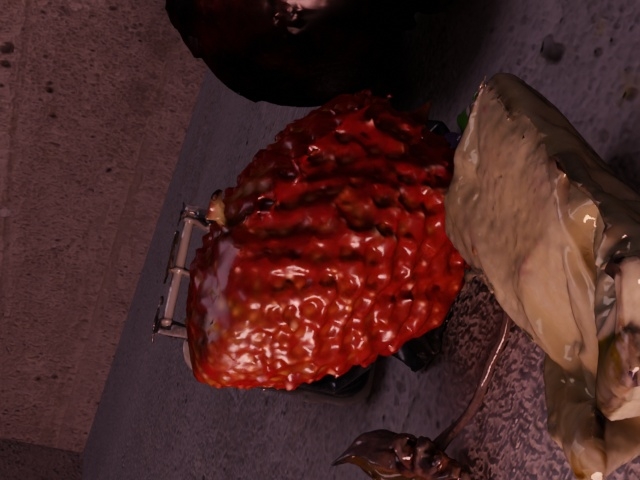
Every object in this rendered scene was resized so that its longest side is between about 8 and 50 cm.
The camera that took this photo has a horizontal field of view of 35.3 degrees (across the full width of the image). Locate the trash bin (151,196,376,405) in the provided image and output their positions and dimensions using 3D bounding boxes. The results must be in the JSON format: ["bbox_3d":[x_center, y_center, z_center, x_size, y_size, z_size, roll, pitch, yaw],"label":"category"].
[{"bbox_3d":[-0.091,0.097,1.422,0.368,0.296,0.255,142,139,-71],"label":"trash bin"}]

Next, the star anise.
[{"bbox_3d":[0.126,0.150,1.022,0.227,0.148,0.218,-54,-28,-28],"label":"star anise"}]

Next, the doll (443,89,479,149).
[{"bbox_3d":[0.186,-0.092,1.099,0.115,0.050,0.190,-47,36,43],"label":"doll"}]

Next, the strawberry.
[{"bbox_3d":[-0.001,-0.002,1.016,0.343,0.292,0.292,-24,-33,-52],"label":"strawberry"}]

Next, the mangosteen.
[{"bbox_3d":[-0.014,-0.381,1.318,0.421,0.381,0.381,-49,7,-24],"label":"mangosteen"}]

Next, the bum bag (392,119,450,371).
[{"bbox_3d":[0.108,0.002,1.209,0.137,0.074,0.310,-15,66,56],"label":"bum bag"}]

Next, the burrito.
[{"bbox_3d":[0.208,0.019,0.796,0.332,0.135,0.190,-109,28,-55],"label":"burrito"}]

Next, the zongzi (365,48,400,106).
[{"bbox_3d":[0.079,-0.288,1.494,0.242,0.112,0.221,-63,22,10],"label":"zongzi"}]
